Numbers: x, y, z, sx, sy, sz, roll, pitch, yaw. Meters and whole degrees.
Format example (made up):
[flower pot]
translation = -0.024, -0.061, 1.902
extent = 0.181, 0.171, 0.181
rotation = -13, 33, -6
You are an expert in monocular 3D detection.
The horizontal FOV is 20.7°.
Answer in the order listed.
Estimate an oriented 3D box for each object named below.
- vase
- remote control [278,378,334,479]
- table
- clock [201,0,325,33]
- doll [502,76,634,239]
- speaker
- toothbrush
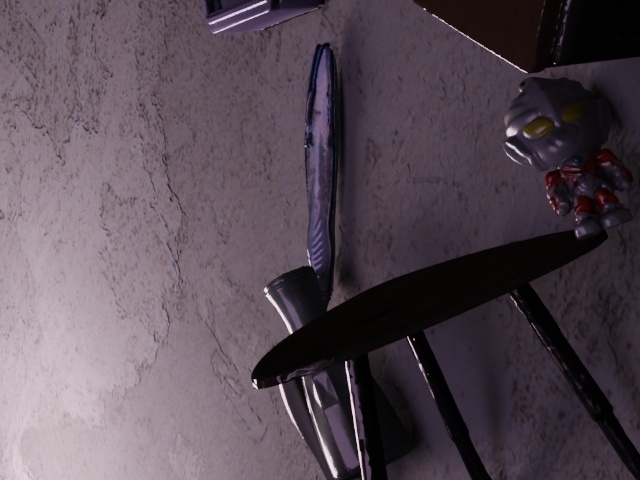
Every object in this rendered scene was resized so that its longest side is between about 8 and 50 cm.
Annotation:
[vase]
translation = 0.010, 0.132, 1.766
extent = 0.086, 0.086, 0.214
rotation = -42, 69, 54
[remote control]
translation = -0.009, 0.205, 1.828
extent = 0.050, 0.027, 0.184
rotation = -85, -25, -70
[table]
translation = 0.141, 0.155, 1.482
extent = 0.317, 0.317, 0.249
rotation = -14, 100, 58
[clock]
translation = -0.073, -0.320, 1.802
extent = 0.144, 0.073, 0.193
rotation = -10, 90, 58
[doll]
translation = 0.201, -0.074, 1.423
extent = 0.079, 0.094, 0.180
rotation = 60, -173, -52
[speaker]
translation = 0.190, -0.265, 1.325
extent = 0.192, 0.153, 0.231
rotation = 42, 133, 46
[toothbrush]
translation = 0.000, 0.000, 1.814
extent = 0.035, 0.042, 0.413
rotation = 7, 108, 19
